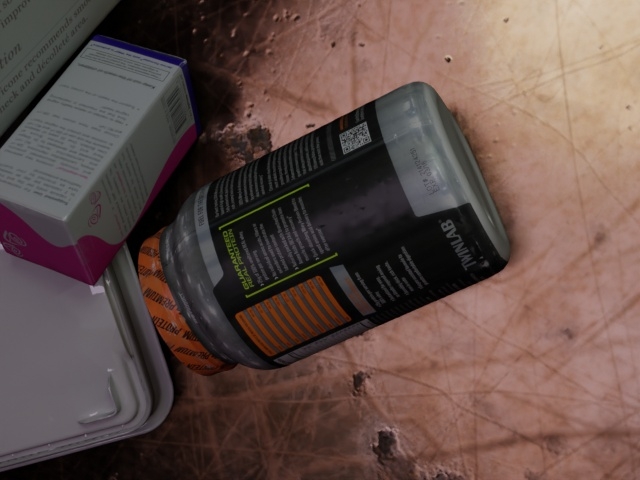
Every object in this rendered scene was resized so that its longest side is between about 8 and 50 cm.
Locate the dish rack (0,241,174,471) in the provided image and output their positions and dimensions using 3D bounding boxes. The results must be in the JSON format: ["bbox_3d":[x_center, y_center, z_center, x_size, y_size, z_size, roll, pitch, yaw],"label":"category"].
[{"bbox_3d":[-0.349,0.116,1.034,0.332,0.072,0.286,-16,97,8],"label":"dish rack"}]

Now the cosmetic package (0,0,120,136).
[{"bbox_3d":[-0.403,-0.340,0.858,0.327,0.394,0.329,23,59,15],"label":"cosmetic package"}]

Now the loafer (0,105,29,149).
[{"bbox_3d":[-0.455,-0.104,1.068,0.134,0.130,0.366,39,101,12],"label":"loafer"}]

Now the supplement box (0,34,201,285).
[{"bbox_3d":[-0.224,-0.083,0.954,0.113,0.111,0.220,18,57,15],"label":"supplement box"}]

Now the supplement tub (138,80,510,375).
[{"bbox_3d":[0.000,0.000,0.905,0.316,0.193,0.194,-24,85,15],"label":"supplement tub"}]
